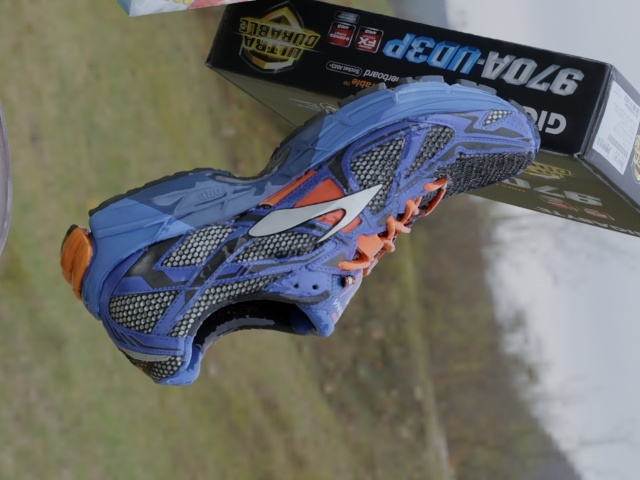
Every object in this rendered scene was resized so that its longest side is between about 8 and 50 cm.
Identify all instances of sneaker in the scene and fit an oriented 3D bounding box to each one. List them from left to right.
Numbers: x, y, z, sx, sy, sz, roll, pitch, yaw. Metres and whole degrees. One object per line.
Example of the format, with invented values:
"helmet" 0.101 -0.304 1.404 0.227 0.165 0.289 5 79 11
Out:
"sneaker" 0.000 0.000 0.860 0.083 0.221 0.087 79 -14 -69

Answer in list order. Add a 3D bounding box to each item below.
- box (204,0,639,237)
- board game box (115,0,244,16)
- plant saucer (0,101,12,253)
"box" 0.075 -0.064 1.010 0.175 0.220 0.051 30 78 -60
"board game box" -0.096 -0.247 0.944 0.275 0.142 0.144 45 -48 34
"plant saucer" -0.358 -0.097 1.874 0.310 0.050 0.311 -8 90 -82
